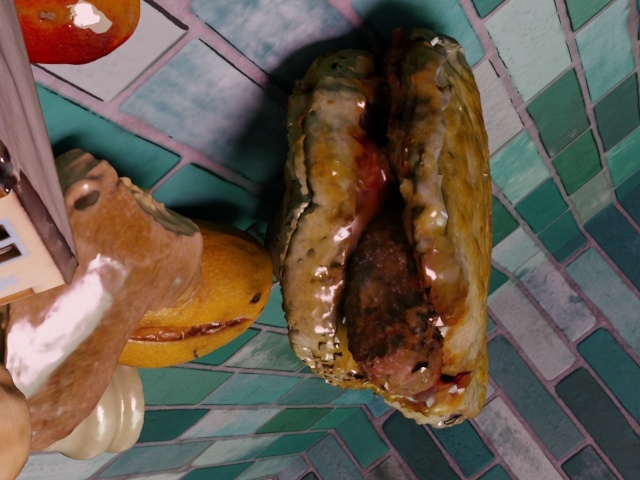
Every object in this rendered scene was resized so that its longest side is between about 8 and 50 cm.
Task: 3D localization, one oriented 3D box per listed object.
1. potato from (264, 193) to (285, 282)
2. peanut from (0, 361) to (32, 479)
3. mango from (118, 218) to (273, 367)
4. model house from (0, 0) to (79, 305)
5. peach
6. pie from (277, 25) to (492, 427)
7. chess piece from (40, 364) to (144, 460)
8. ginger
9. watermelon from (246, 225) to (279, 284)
[{"bbox_3d":[0.000,0.000,1.141,0.117,0.182,0.202,-20,-169,25],"label":"potato"},{"bbox_3d":[-0.396,0.158,0.689,0.387,0.170,0.192,-12,-169,-2],"label":"peanut"},{"bbox_3d":[-0.164,0.059,1.011,0.295,0.120,0.177,-11,146,-51],"label":"mango"},{"bbox_3d":[-0.236,-0.075,0.393,0.206,0.271,0.178,-20,149,-4],"label":"model house"},{"bbox_3d":[-0.157,-0.148,0.578,0.100,0.101,0.101,-32,160,-13],"label":"peach"},{"bbox_3d":[0.092,-0.009,1.016,0.180,0.395,0.418,-2,168,17],"label":"pie"},{"bbox_3d":[-0.327,0.184,1.019,0.251,0.144,0.144,-11,149,-42],"label":"chess piece"},{"bbox_3d":[-0.204,0.056,0.838,0.221,0.130,0.276,-15,132,-43],"label":"ginger"},{"bbox_3d":[-0.082,0.018,1.197,0.085,0.085,0.061,-55,-177,42],"label":"watermelon"}]
